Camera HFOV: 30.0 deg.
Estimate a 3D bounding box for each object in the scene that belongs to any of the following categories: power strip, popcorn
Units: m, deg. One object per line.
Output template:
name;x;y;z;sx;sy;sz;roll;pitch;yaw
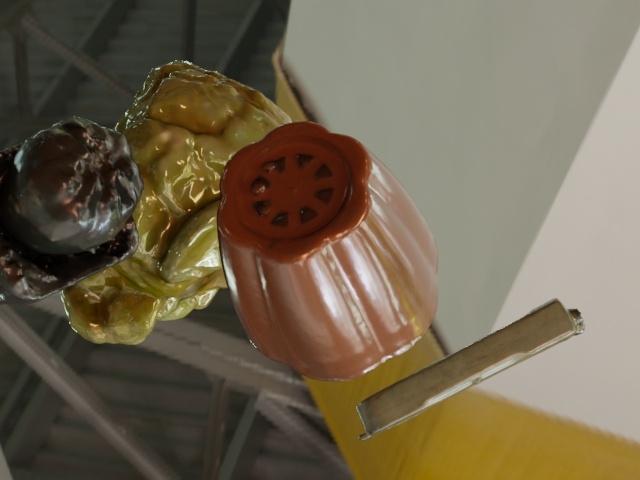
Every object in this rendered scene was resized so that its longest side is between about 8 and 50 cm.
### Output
power strip;0.164;0.145;1.346;0.286;0.080;0.048;-29;-103;4
popcorn;-0.180;-0.054;1.424;0.292;0.334;0.293;-23;-121;-30

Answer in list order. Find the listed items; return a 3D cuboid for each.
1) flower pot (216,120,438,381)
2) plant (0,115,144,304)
flower pot;0.000;0.000;0.992;0.190;0.173;0.191;-6;-119;10
plant;-0.264;-0.019;1.124;0.164;0.256;0.142;-28;-91;-45
